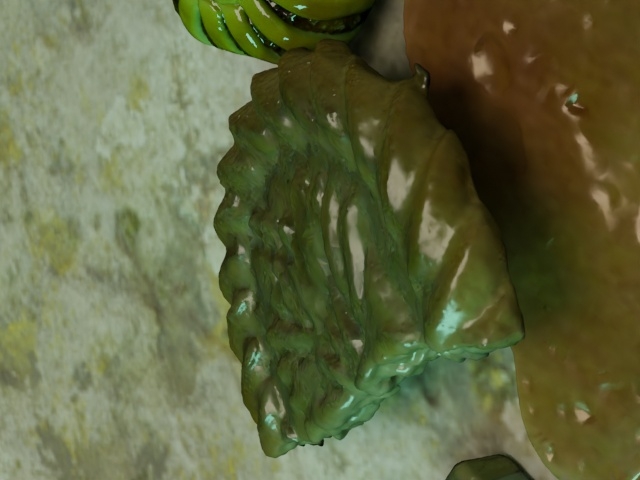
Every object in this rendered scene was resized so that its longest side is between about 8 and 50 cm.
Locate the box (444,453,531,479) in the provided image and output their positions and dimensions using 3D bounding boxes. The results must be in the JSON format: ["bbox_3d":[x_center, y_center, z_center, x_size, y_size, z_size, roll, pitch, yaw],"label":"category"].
[{"bbox_3d":[0.082,0.268,0.876,0.211,0.045,0.270,49,127,27],"label":"box"}]

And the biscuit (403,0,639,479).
[{"bbox_3d":[0.169,-0.006,0.737,0.355,0.052,0.275,21,115,37],"label":"biscuit"}]

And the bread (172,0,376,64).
[{"bbox_3d":[-0.028,-0.150,0.881,0.139,0.071,0.130,12,110,41],"label":"bread"}]

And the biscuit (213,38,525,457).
[{"bbox_3d":[0.000,0.000,0.848,0.273,0.036,0.187,-45,61,61],"label":"biscuit"}]
